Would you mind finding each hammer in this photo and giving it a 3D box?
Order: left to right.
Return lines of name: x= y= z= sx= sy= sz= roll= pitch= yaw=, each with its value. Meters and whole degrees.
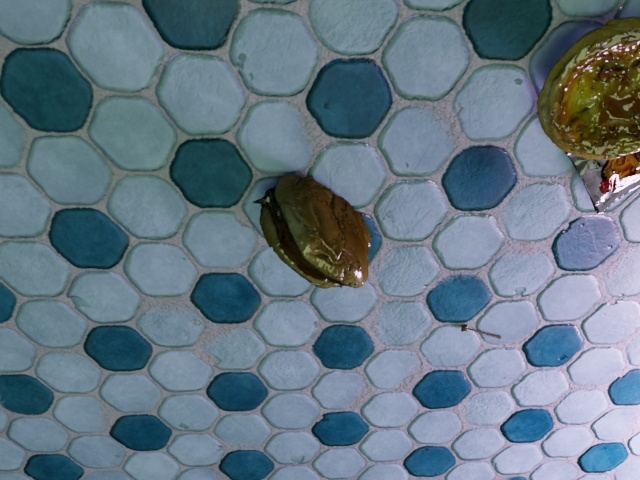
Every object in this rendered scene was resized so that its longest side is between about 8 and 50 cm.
hammer: x=0.430 y=0.246 z=1.599 sx=0.123 sy=0.014 sz=0.029 roll=17 pitch=131 yaw=-17

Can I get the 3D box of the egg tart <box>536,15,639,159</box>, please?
egg tart: x=0.563 y=-0.290 z=1.149 sx=0.290 sy=0.115 sz=0.290 roll=4 pitch=127 yaw=6

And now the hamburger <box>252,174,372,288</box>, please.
hamburger: x=0.000 y=0.000 z=1.272 sx=0.132 sy=0.211 sz=0.309 roll=-37 pitch=122 yaw=25

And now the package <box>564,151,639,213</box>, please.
package: x=0.625 y=-0.177 z=1.298 sx=0.154 sy=0.030 sz=0.239 roll=-35 pitch=118 yaw=12
